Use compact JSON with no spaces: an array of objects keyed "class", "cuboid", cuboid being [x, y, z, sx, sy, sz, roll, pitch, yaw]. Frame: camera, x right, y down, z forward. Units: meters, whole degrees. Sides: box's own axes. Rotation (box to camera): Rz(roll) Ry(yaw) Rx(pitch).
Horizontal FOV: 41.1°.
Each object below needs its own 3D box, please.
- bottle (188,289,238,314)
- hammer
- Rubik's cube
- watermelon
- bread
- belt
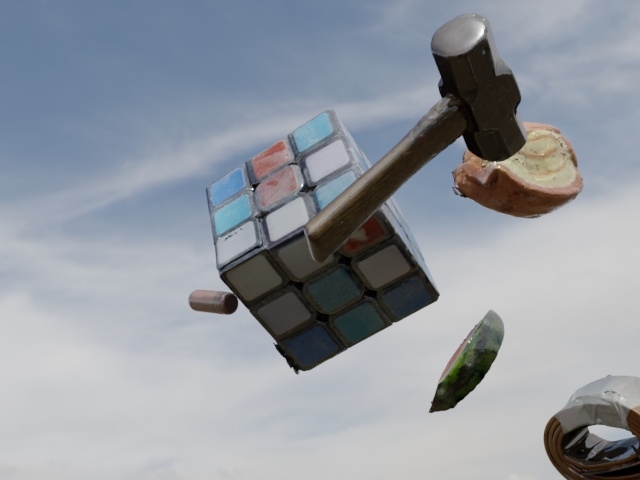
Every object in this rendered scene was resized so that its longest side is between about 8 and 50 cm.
[{"class":"bottle","cuboid":[-0.247,0.141,1.960,0.053,0.053,0.140,18,-12,-41]},{"class":"hammer","cuboid":[0.125,-0.127,1.281,0.409,0.095,0.242,-41,-44,-4]},{"class":"Rubik's cube","cuboid":[0.000,0.000,1.816,0.358,0.363,0.362,-31,-55,13]},{"class":"watermelon","cuboid":[0.275,0.217,1.600,0.063,0.245,0.119,36,-21,-6]},{"class":"bread","cuboid":[0.361,-0.128,1.564,0.244,0.190,0.123,-11,-20,-34]},{"class":"belt","cuboid":[0.488,0.322,1.405,0.105,0.184,0.261,-23,-10,-31]}]
